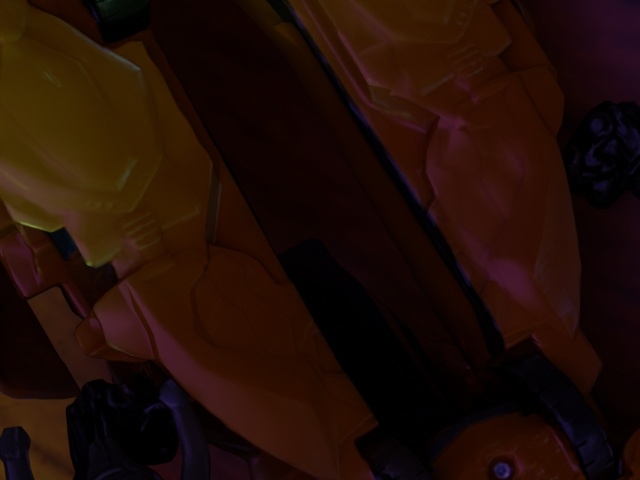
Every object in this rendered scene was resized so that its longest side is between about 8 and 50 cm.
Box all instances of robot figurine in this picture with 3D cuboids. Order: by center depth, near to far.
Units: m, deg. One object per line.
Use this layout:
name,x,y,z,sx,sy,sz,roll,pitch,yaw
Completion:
robot figurine,0.000,0.000,0.441,0.211,0.085,0.291,-28,83,-16
